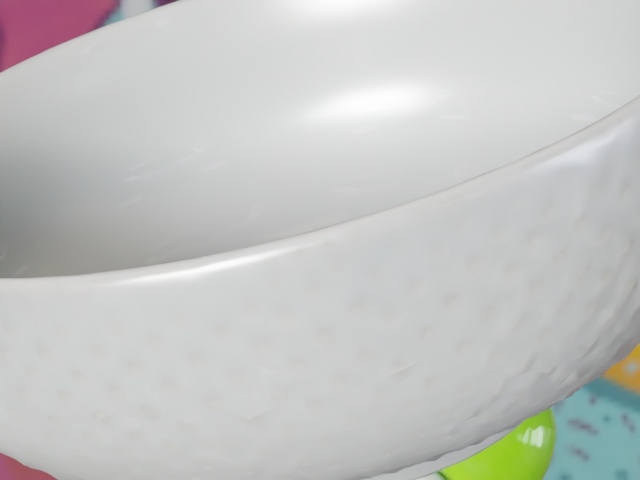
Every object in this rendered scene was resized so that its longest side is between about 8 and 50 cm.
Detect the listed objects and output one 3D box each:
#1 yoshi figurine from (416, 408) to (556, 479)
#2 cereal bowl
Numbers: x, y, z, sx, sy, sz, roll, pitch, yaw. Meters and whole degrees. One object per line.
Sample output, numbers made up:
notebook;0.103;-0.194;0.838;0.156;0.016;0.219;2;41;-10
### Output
yoshi figurine;0.013;0.098;1.279;0.362;0.203;0.203;37;117;-19
cereal bowl;0.000;0.000;0.757;0.339;0.141;0.339;-12;-158;5
